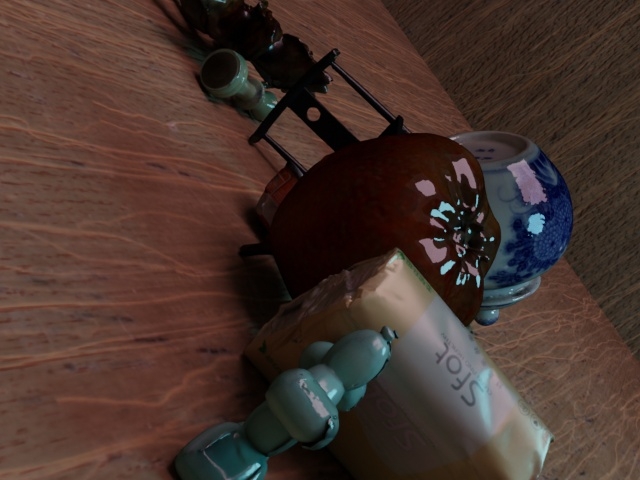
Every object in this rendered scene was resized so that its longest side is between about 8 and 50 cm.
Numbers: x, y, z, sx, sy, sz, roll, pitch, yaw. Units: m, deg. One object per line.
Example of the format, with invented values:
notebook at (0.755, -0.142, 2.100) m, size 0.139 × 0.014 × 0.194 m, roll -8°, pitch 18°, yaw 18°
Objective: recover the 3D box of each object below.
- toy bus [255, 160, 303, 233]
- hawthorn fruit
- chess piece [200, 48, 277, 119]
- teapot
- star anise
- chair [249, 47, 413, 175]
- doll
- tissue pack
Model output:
toy bus at (0.000, 0.000, 1.188) m, size 0.174 × 0.077 × 0.079 m, roll 50°, pitch 2°, yaw -7°
hawthorn fruit at (0.038, -0.002, 1.052) m, size 0.208 × 0.248 × 0.208 m, roll -2°, pitch 92°, yaw -62°
chess piece at (-0.090, -0.184, 1.376) m, size 0.059 × 0.059 × 0.149 m, roll 61°, pitch 14°, yaw 25°
teapot at (0.232, -0.004, 1.587) m, size 0.424 × 0.252 × 0.280 m, roll -49°, pitch 138°, yaw -59°
star anise at (-0.093, -0.269, 1.416) m, size 0.288 × 0.088 × 0.288 m, roll 42°, pitch 0°, yaw 0°
chair at (0.053, -0.077, 1.292) m, size 0.260 × 0.154 × 0.141 m, roll 42°, pitch 15°, yaw -8°
doll at (-0.014, 0.116, 0.790) m, size 0.059 × 0.159 × 0.158 m, roll 52°, pitch 16°, yaw 4°
tissue pack at (0.063, 0.130, 0.925) m, size 0.222 × 0.186 × 0.090 m, roll 52°, pitch 51°, yaw -9°
